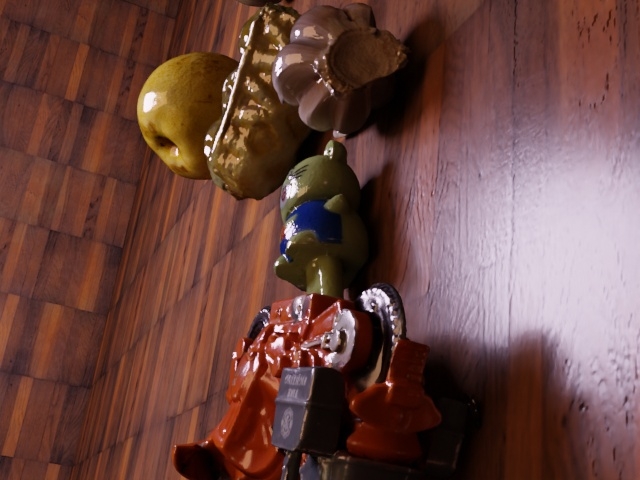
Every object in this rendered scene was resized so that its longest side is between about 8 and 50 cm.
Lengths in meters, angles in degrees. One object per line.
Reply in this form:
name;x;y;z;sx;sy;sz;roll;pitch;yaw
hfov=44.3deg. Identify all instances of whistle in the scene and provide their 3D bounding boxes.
whistle;0.000;0.000;0.780;0.105;0.085;0.227;124;153;-47

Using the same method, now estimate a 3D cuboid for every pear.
pear;-0.187;-0.207;1.288;0.209;0.208;0.209;-164;90;-70

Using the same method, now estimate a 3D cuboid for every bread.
bread;-0.067;-0.177;1.037;0.268;0.129;0.152;-68;30;18

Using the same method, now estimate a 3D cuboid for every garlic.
garlic;0.023;-0.171;0.836;0.131;0.127;0.194;-46;-12;-6

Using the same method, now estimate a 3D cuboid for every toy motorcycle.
toy motorcycle;-0.019;0.151;0.626;0.325;0.147;0.221;-21;58;64

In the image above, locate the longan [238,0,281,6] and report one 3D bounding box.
longan;-0.109;-0.494;1.357;0.167;0.167;0.187;-49;52;49
